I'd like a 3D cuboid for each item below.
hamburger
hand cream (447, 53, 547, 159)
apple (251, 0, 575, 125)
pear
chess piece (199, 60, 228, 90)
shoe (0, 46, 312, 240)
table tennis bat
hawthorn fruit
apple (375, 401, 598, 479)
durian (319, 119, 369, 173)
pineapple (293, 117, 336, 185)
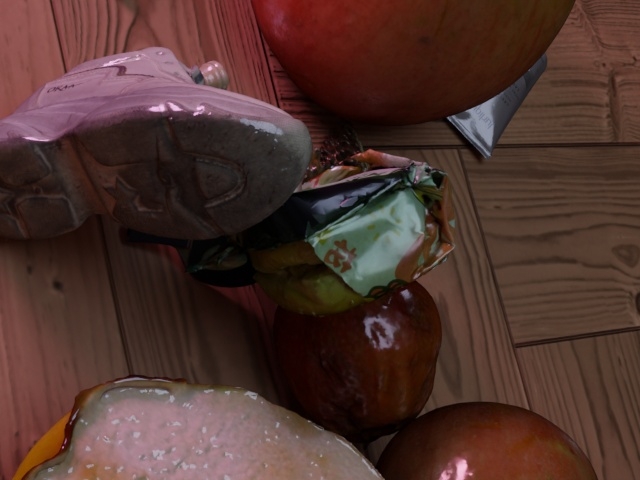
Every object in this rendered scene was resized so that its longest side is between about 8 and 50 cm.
[{"bbox_3d":[-0.003,0.000,1.234,0.235,0.214,0.125,-29,97,-19],"label":"hamburger"},{"bbox_3d":[0.223,-0.187,1.669,0.087,0.054,0.186,45,58,-7],"label":"hand cream"},{"bbox_3d":[0.111,-0.313,1.458,0.364,0.364,0.363,15,63,-31],"label":"apple"},{"bbox_3d":[-0.098,0.307,1.121,0.386,0.191,0.340,37,46,-3],"label":"pear"},{"bbox_3d":[-0.141,-0.158,1.398,0.092,0.035,0.035,-26,87,-37],"label":"chess piece"},{"bbox_3d":[-0.146,-0.106,1.202,0.210,0.342,0.132,-58,136,-46],"label":"shoe"},{"bbox_3d":[-0.112,0.000,1.332,0.158,0.014,0.095,7,111,-17],"label":"table tennis bat"},{"bbox_3d":[0.044,0.104,1.339,0.179,0.173,0.173,51,50,-7],"label":"hawthorn fruit"},{"bbox_3d":[0.152,0.284,1.279,0.254,0.253,0.253,15,63,-31],"label":"apple"},{"bbox_3d":[0.029,-0.072,1.492,0.066,0.052,0.130,30,48,-71],"label":"durian"},{"bbox_3d":[0.002,-0.039,1.398,0.237,0.111,0.119,32,26,-22],"label":"pineapple"}]
